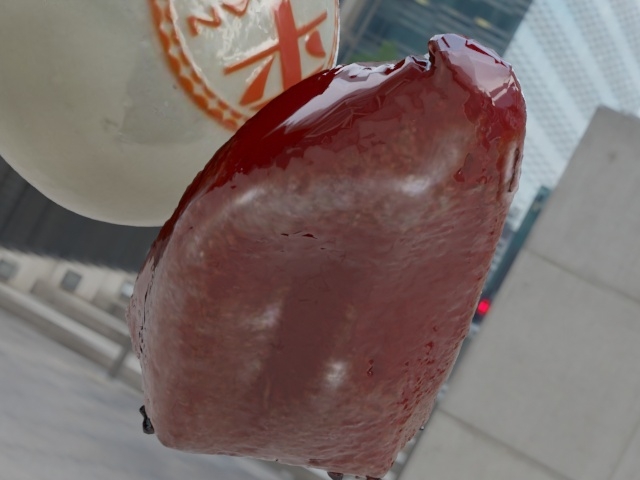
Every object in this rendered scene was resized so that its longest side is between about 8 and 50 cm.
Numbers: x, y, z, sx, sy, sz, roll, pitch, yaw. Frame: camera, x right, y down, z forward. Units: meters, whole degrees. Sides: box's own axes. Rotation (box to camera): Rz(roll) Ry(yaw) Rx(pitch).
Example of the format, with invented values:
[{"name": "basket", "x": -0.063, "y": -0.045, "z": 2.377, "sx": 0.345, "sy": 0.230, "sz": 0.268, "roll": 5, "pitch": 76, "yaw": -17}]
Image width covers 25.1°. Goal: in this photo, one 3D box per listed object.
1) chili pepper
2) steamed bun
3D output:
[{"name": "chili pepper", "x": 0.000, "y": 0.000, "z": 0.588, "sx": 0.144, "sy": 0.136, "sz": 0.253, "roll": 36, "pitch": -36, "yaw": 13}, {"name": "steamed bun", "x": -0.077, "y": -0.121, "z": 0.767, "sx": 0.145, "sy": 0.232, "sz": 0.232, "roll": 4, "pitch": -20, "yaw": 45}]
